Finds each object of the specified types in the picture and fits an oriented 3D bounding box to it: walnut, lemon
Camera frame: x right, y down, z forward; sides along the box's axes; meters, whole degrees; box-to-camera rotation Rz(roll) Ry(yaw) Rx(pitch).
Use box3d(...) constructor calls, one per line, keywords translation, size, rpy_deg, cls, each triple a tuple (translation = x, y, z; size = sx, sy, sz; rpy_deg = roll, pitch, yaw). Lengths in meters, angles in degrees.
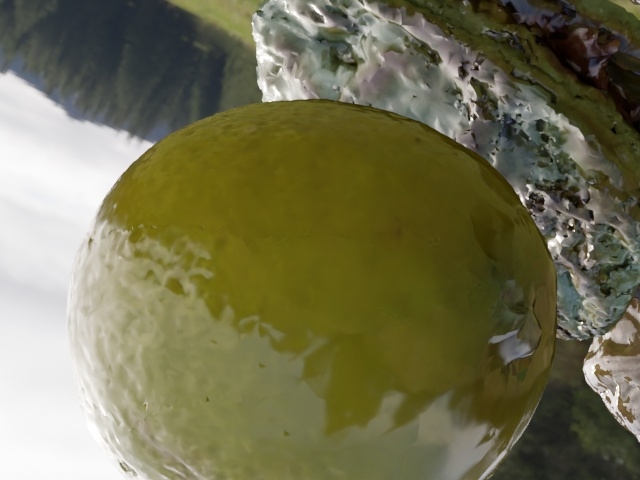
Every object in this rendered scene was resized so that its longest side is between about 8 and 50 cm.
box3d(translation=(0.377, 0.115, 1.128), size=(0.228, 0.228, 0.228), rpy_deg=(26, -175, -2), cls="walnut")
box3d(translation=(0.008, 0.042, 0.568), size=(0.219, 0.240, 0.240), rpy_deg=(-5, 162, 43), cls="lemon")

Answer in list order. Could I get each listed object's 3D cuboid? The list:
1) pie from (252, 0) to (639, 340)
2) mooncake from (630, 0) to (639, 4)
box3d(translation=(0.112, -0.089, 0.970), size=(0.418, 0.180, 0.395), rpy_deg=(23, 156, 25), cls="pie")
box3d(translation=(0.480, -0.385, 1.424), size=(0.124, 0.228, 0.228), rpy_deg=(65, 172, -18), cls="mooncake")
